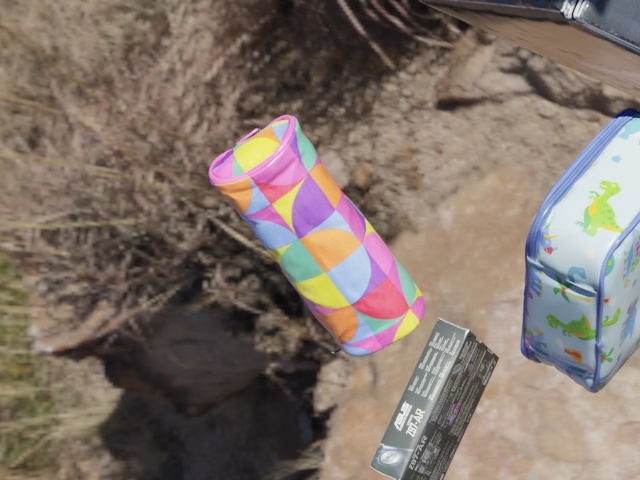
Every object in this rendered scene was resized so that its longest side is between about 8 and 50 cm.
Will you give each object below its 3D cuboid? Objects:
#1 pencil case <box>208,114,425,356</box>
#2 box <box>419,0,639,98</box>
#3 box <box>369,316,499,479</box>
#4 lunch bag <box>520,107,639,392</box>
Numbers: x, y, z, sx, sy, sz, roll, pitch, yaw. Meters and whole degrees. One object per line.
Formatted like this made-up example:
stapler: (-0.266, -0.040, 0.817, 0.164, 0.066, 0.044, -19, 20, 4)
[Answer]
pencil case: (0.000, 0.000, 1.141, 0.104, 0.236, 0.104, -27, 28, 16)
box: (0.413, -0.341, 1.124, 0.472, 0.479, 0.297, -68, 24, 6)
box: (0.060, 0.087, 0.652, 0.018, 0.067, 0.083, 22, 83, 26)
lunch bag: (0.245, 0.010, 1.068, 0.090, 0.219, 0.176, 30, 63, 28)
